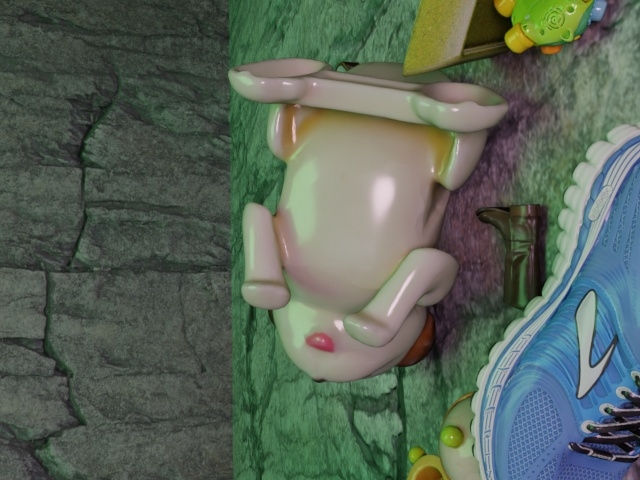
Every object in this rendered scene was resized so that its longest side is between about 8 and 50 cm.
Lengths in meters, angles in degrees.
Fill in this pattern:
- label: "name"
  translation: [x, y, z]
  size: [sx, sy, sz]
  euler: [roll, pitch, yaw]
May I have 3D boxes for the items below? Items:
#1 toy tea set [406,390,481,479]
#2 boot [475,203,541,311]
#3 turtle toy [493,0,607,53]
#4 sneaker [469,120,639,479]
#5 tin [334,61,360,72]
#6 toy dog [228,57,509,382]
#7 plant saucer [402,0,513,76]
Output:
- label: "toy tea set"
  translation: [0.152, 0.288, 0.582]
  size: [0.200, 0.124, 0.336]
  euler: [-52, 34, 26]
- label: "boot"
  translation: [0.200, 0.020, 0.715]
  size: [0.106, 0.037, 0.114]
  euler: [180, 88, -76]
- label: "turtle toy"
  translation: [0.218, -0.230, 0.624]
  size: [0.095, 0.066, 0.130]
  euler: [-36, 47, 40]
- label: "sneaker"
  translation: [0.212, 0.086, 0.465]
  size: [0.147, 0.130, 0.330]
  euler: [-135, 57, -64]
- label: "tin"
  translation: [0.058, -0.265, 1.236]
  size: [0.189, 0.040, 0.106]
  euler: [-116, 28, -58]
- label: "toy dog"
  translation: [0.037, -0.011, 0.843]
  size: [0.395, 0.285, 0.407]
  euler: [-69, -14, -69]
- label: "plant saucer"
  translation: [0.170, -0.260, 0.674]
  size: [0.045, 0.188, 0.188]
  euler: [30, 125, 27]
